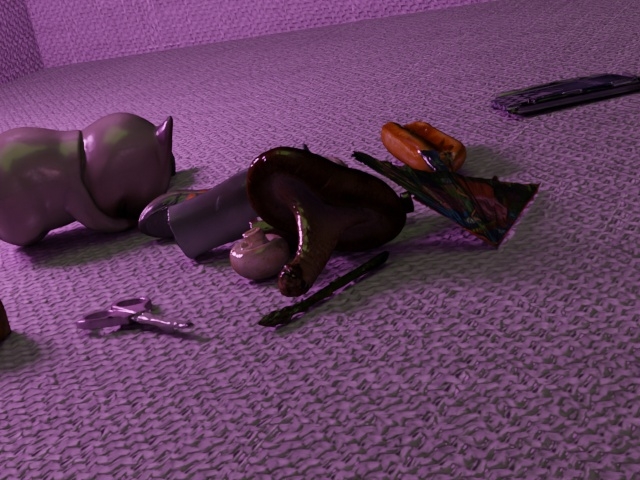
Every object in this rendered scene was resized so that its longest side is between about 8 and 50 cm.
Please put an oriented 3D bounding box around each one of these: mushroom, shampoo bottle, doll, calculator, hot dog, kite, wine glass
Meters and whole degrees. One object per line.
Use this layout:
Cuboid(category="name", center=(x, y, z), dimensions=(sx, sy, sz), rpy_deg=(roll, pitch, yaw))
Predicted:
Cuboid(category="mushroom", center=(0.000, 0.000, 1.555), dimensions=(0.227, 0.148, 0.217), rpy_deg=(15, 47, -9))
Cuboid(category="shampoo bottle", center=(0.018, -0.028, 1.703), dimensions=(0.236, 0.067, 0.068), rpy_deg=(-13, 28, -3))
Cuboid(category="doll", center=(-0.431, -0.102, 2.025), dimensions=(0.371, 0.225, 0.215), rpy_deg=(-5, -14, -6))
Cuboid(category="calculator", center=(0.468, -0.283, 2.242), dimensions=(0.274, 0.028, 0.165), rpy_deg=(-11, 14, -1))
Cuboid(category="hot dog", center=(0.171, -0.150, 1.968), dimensions=(0.100, 0.068, 0.249), rpy_deg=(-3, 17, -13))
Cuboid(category="kite", center=(0.201, -0.062, 1.618), dimensions=(0.321, 0.016, 0.234), rpy_deg=(6, 33, -27))
Cuboid(category="mushroom", center=(-0.084, 0.018, 1.624), dimensions=(0.084, 0.067, 0.083), rpy_deg=(-18, 19, 6))
Cuboid(category="wine glass", center=(-0.109, -0.055, 1.759), dimensions=(0.231, 0.103, 0.103), rpy_deg=(-22, 16, 9))

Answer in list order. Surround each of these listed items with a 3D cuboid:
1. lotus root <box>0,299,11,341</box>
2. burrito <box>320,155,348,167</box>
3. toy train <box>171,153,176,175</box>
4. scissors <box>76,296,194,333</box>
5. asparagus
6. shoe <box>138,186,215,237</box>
Cuboid(category="lotus root", center=(-0.483, 0.093, 1.611), dimensions=(0.095, 0.135, 0.159), rpy_deg=(-17, 31, -18))
Cuboid(category="burrito", center=(-0.002, -0.087, 1.908), dimensions=(0.082, 0.059, 0.275), rpy_deg=(-6, 19, 7))
Cuboid(category="toy train", center=(-0.335, -0.136, 2.284), dimensions=(0.111, 0.071, 0.170), rpy_deg=(-7, 17, -7))
Cuboid(category="scissors", center=(-0.230, 0.103, 1.538), dimensions=(0.110, 0.021, 0.212), rpy_deg=(-23, 20, -39))
Cuboid(category="asparagus", center=(0.008, 0.063, 1.497), dimensions=(0.023, 0.022, 0.233), rpy_deg=(23, 36, 38))
Cuboid(category="shoe", center=(-0.197, -0.042, 1.892), dimensions=(0.195, 0.074, 0.077), rpy_deg=(-13, 22, -7))
